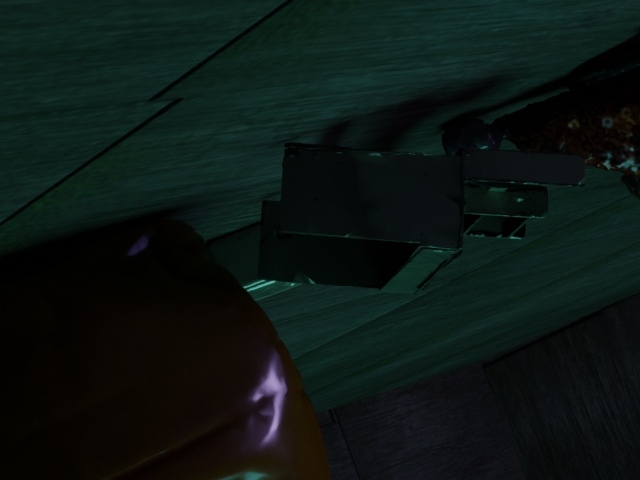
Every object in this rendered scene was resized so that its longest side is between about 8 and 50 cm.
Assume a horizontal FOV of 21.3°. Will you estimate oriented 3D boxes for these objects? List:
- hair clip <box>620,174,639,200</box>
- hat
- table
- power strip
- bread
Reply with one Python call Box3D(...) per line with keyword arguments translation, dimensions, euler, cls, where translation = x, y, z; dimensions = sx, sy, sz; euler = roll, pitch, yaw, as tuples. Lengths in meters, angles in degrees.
Box3D(translation=(0.398, -0.066, 1.517), dimensions=(0.321, 0.138, 0.091), euler=(-9, 133, -52), cls="hair clip")
Box3D(translation=(0.190, -0.073, 1.078), dimensions=(0.227, 0.129, 0.140), euler=(-3, -161, 1), cls="hat")
Box3D(translation=(0.056, -0.011, 1.017), dimensions=(0.175, 0.062, 0.146), euler=(4, 168, -6), cls="table")
Box3D(translation=(0.000, 0.000, 1.186), dimensions=(0.175, 0.042, 0.075), euler=(-21, 170, -2), cls="power strip")
Box3D(translation=(-0.151, 0.133, 1.035), dimensions=(0.279, 0.250, 0.225), euler=(-24, 180, -15), cls="bread")
